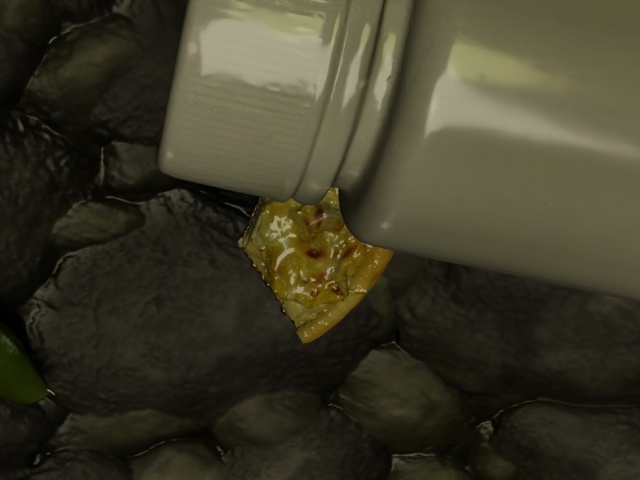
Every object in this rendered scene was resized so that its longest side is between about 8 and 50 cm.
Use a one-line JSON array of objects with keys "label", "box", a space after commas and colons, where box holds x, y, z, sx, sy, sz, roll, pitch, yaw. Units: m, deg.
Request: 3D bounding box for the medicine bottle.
[{"label": "medicine bottle", "box": [0.093, -0.089, 0.645, 0.340, 0.208, 0.208, 12, 119, -8]}]

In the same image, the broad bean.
[{"label": "broad bean", "box": [-0.285, 0.038, 0.799, 0.254, 0.046, 0.065, 35, 120, -18]}]

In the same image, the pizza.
[{"label": "pizza", "box": [0.000, 0.000, 0.791, 0.099, 0.035, 0.160, 21, 117, -13]}]
